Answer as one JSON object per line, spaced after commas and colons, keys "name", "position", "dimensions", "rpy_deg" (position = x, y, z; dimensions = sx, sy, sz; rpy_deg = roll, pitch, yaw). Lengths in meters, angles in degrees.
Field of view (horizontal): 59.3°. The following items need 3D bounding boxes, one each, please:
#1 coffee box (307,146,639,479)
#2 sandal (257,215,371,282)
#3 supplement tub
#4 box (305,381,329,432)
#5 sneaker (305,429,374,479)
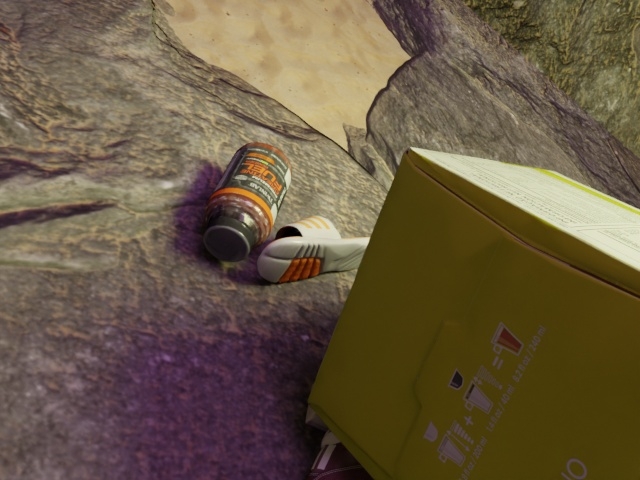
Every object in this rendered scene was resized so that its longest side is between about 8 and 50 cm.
{"name": "coffee box", "position": [0.248, 0.127, 0.616], "dimensions": [0.334, 0.338, 0.338], "rpy_deg": [-1, 28, -42]}
{"name": "sandal", "position": [-0.006, 0.007, 0.900], "dimensions": [0.265, 0.102, 0.076], "rpy_deg": [-1, 54, -47]}
{"name": "supplement tub", "position": [-0.113, -0.058, 0.864], "dimensions": [0.106, 0.106, 0.198], "rpy_deg": [29, 43, -12]}
{"name": "box", "position": [0.135, 0.275, 0.782], "dimensions": [0.324, 0.063, 0.067], "rpy_deg": [28, 38, -12]}
{"name": "sneaker", "position": [0.086, 0.363, 0.658], "dimensions": [0.281, 0.106, 0.162], "rpy_deg": [36, 48, 9]}
